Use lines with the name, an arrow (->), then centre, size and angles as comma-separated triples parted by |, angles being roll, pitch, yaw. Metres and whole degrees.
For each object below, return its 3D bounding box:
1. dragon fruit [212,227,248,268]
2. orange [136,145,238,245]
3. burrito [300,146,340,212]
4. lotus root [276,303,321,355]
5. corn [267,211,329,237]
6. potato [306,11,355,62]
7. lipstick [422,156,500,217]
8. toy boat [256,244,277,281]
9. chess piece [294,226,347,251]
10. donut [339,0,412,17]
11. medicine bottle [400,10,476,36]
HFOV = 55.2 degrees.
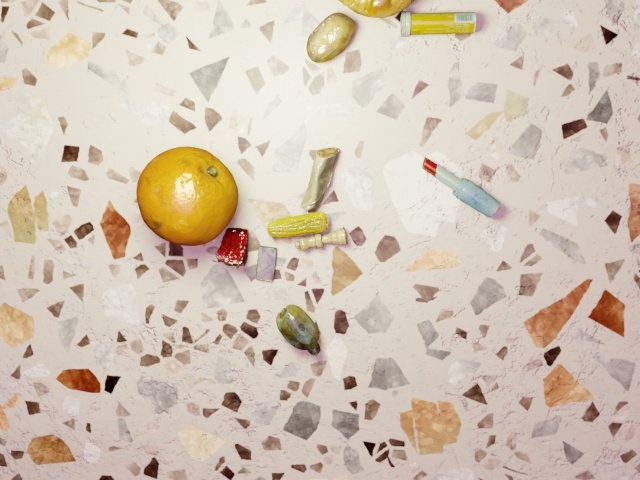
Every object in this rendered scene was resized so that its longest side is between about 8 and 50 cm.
dragon fruit -> -0.284, 0.038, 1.993 | 0.102, 0.096, 0.147 | 16, 59, -2
orange -> -0.403, -0.134, 1.862 | 0.311, 0.312, 0.313 | 1, 101, 5
burrito -> -0.004, -0.190, 1.936 | 0.060, 0.086, 0.226 | 31, 109, 38
lotus root -> -0.066, 0.301, 2.024 | 0.113, 0.088, 0.192 | -37, 96, 27
corn -> -0.071, -0.049, 1.967 | 0.202, 0.072, 0.072 | -9, 100, 7
potato -> 0.029, -0.611, 1.850 | 0.107, 0.080, 0.170 | 41, 106, -4
lipstick -> 0.430, -0.170, 1.904 | 0.274, 0.061, 0.068 | 33, 104, -2
toy boat -> -0.179, 0.075, 2.028 | 0.063, 0.016, 0.115 | 8, 102, 3
chess piece -> 0.000, 0.000, 1.979 | 0.171, 0.060, 0.060 | -11, 99, 7
donut -> 0.167, -0.806, 1.766 | 0.299, 0.150, 0.317 | 35, 101, -2
medicine bottle -> 0.349, -0.645, 1.820 | 0.217, 0.074, 0.074 | 0, 100, 4
